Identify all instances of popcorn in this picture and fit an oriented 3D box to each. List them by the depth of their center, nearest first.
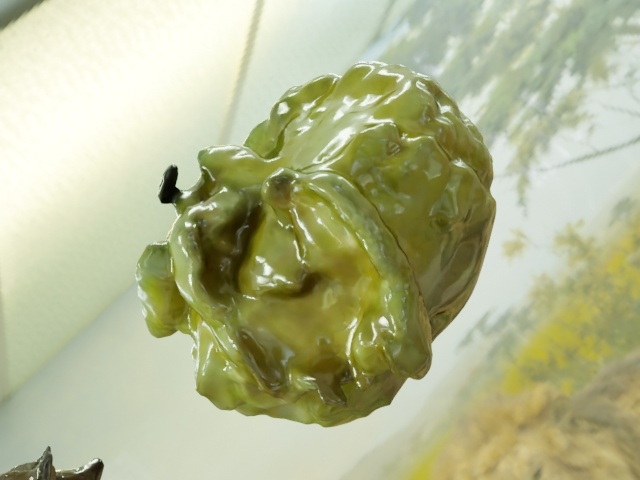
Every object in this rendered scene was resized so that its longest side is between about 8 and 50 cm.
[{"bbox_3d":[0.000,0.003,0.607,0.218,0.169,0.189,-58,-6,29],"label":"popcorn"}]

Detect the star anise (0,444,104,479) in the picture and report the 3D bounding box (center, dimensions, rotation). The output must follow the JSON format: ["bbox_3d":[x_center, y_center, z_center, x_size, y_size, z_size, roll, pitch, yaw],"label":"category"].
[{"bbox_3d":[-0.177,0.141,0.553,0.141,0.042,0.141,-16,-17,-5],"label":"star anise"}]
